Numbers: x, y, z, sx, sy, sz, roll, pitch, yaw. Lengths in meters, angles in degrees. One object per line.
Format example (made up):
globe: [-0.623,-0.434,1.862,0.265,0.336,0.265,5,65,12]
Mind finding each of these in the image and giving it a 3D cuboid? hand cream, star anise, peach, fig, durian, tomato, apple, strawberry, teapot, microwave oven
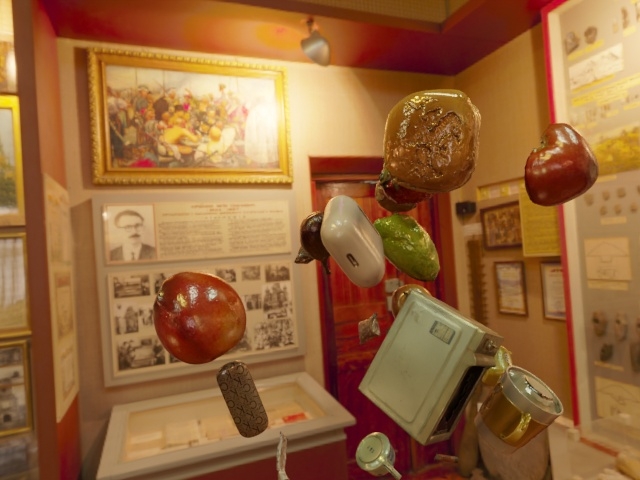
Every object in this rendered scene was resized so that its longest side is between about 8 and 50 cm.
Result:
hand cream: [-0.162,0.976,1.890,0.050,0.084,0.257,-24,35,8]
star anise: [0.001,-0.002,2.033,0.331,0.117,0.332,-43,6,5]
peach: [-0.497,0.302,1.744,0.387,0.389,0.388,-4,-1,0]
fig: [-0.004,0.019,1.746,0.145,0.275,0.170,-15,19,-2]
durian: [0.377,0.033,1.825,0.204,0.339,0.256,-46,-17,4]
tomato: [0.663,-0.197,1.154,0.200,0.233,0.139,39,-12,-37]
apple: [0.443,0.316,2.075,0.210,0.211,0.188,-5,-16,20]
strawberry: [0.372,-0.256,1.693,0.276,0.258,0.257,22,-15,-29]
teapot: [0.241,0.884,1.744,0.158,0.159,0.232,-3,7,-26]
microwave oven: [0.332,0.370,1.288,0.286,0.355,0.218,30,5,41]

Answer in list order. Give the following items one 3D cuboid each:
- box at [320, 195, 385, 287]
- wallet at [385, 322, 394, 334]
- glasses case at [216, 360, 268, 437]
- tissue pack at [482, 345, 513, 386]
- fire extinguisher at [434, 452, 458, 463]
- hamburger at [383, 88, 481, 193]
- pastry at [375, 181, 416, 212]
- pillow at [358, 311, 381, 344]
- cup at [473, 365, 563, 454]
box: [0.119,-0.004,1.538,0.141,0.289,0.349,-34,16,17]
wallet: [0.396,0.385,1.751,0.221,0.262,0.071,-42,29,-14]
glasses case: [-0.326,0.668,1.805,0.137,0.355,0.085,-22,15,-12]
tissue pack: [0.770,0.546,1.877,0.126,0.123,0.178,9,34,8]
fire extinguisher: [0.429,0.750,1.475,0.083,0.028,0.022,12,-33,-7]
hamburger: [0.339,-0.299,1.326,0.283,0.305,0.174,4,2,22]
pastry: [0.376,-0.233,2.057,0.218,0.229,0.100,-43,6,14]
pillow: [0.219,0.407,1.982,0.043,0.118,0.185,12,-32,-23]
cup: [0.587,0.531,1.304,0.185,0.226,0.241,35,24,16]
